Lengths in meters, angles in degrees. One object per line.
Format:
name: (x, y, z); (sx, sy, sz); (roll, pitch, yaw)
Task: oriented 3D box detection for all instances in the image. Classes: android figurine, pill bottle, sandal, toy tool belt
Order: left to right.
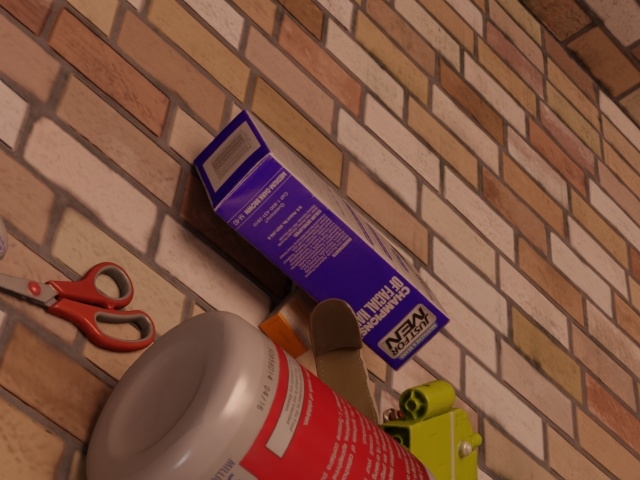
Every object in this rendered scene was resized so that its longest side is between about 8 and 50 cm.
pill bottle: (-0.021, 0.272, 1.480); (0.408, 0.229, 0.229); (41, 34, -26)
sandal: (0.022, 0.193, 1.769); (0.079, 0.088, 0.240); (136, -50, -80)
toy tool belt: (0.116, 0.250, 1.884); (0.052, 0.051, 0.083); (37, 35, -32)
android figurine: (0.135, 0.299, 1.788); (0.273, 0.056, 0.248); (-1, 91, -59)

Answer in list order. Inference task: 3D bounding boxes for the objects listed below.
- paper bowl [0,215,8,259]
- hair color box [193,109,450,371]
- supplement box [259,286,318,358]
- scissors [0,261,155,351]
paper bowl: (-0.412, -0.054, 1.236); (0.284, 0.148, 0.284); (51, 2, -2)
hair color box: (0.000, 0.000, 1.837); (0.339, 0.110, 0.185); (41, 8, -24)
supplement box: (-0.030, 0.104, 1.821); (0.062, 0.036, 0.098); (53, 30, -5)
scissors: (-0.283, 0.064, 1.500); (0.297, 0.021, 0.109); (8, 57, -55)
